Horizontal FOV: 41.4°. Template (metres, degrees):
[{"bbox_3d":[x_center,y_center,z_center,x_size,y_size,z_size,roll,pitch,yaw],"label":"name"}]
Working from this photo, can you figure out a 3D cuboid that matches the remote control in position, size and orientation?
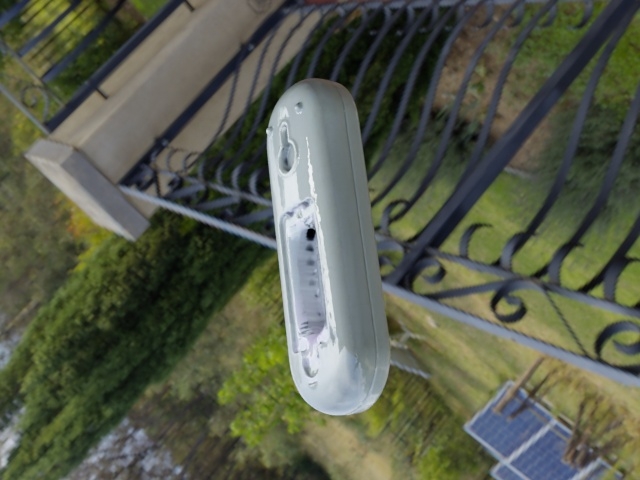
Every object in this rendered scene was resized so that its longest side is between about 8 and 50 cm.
[{"bbox_3d":[0.000,0.000,0.542,0.042,0.221,0.078,2,162,-32],"label":"remote control"}]
